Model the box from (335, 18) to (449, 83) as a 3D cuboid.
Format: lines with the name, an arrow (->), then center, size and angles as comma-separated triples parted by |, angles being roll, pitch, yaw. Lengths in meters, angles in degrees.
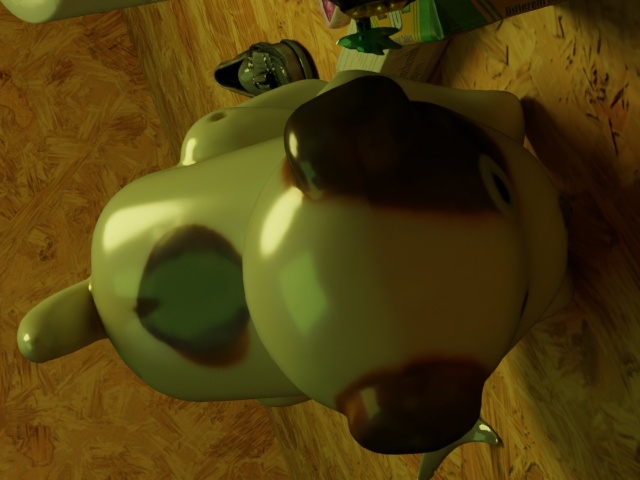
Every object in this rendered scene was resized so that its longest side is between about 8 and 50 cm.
box -> 0.073, -0.193, 0.923 | 0.324, 0.063, 0.067 | 113, 139, -72

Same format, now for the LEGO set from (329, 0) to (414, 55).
LEGO set -> 0.063, -0.240, 0.446 | 0.192, 0.254, 0.332 | -55, -36, -71

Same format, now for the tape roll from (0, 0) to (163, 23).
tape roll -> -0.125, -0.269, 0.688 | 0.246, 0.169, 0.246 | 33, 132, 46

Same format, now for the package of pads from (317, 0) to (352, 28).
package of pads -> 0.019, -0.256, 1.140 | 0.083, 0.031, 0.050 | 121, 131, -74

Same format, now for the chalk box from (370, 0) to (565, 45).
chalk box -> 0.080, -0.236, 0.671 | 0.132, 0.132, 0.213 | -158, 51, -75

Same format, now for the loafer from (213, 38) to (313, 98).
loafer -> -0.079, -0.215, 1.498 | 0.267, 0.084, 0.096 | -147, 40, -71

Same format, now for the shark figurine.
shark figurine -> 0.095, 0.102, 1.154 | 0.166, 0.116, 0.278 | -123, 21, -54

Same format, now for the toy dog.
toy dog -> 0.000, 0.000, 0.803 | 0.408, 0.395, 0.285 | -2, 93, 63
